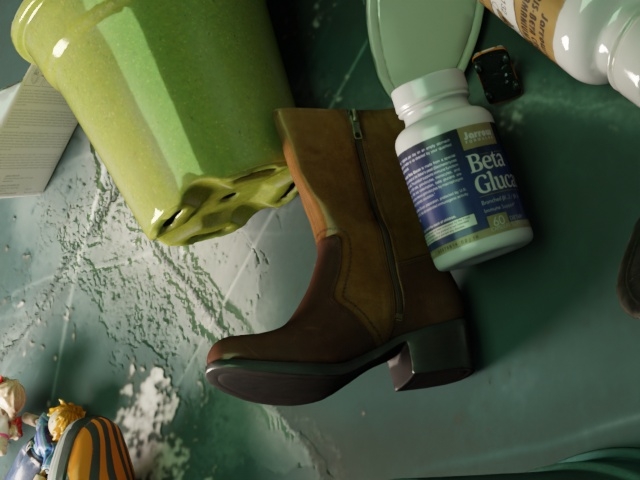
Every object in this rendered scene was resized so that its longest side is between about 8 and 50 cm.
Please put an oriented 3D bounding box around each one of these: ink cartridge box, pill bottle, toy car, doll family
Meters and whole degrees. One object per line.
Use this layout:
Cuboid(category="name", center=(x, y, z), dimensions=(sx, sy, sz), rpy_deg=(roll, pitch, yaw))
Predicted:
Cuboid(category="ink cartridge box", center=(-0.319, -0.152, 1.893), dimensions=(0.056, 0.181, 0.225), rpy_deg=(30, 102, 15))
Cuboid(category="pill bottle", center=(0.123, -0.065, 1.549), dimensions=(0.094, 0.094, 0.169), rpy_deg=(-23, 81, 33))
Cuboid(category="pill bottle", center=(0.237, -0.210, 1.486), dimensions=(0.229, 0.131, 0.131), rpy_deg=(45, 109, 36))
Cuboid(category="toy car", center=(0.133, -0.140, 1.607), dimensions=(0.122, 0.060, 0.040), rpy_deg=(-33, 30, 22))
Cuboid(category="doll family", center=(-0.310, 0.259, 1.862), dimensions=(0.163, 0.118, 0.263), rpy_deg=(-52, 36, 26))

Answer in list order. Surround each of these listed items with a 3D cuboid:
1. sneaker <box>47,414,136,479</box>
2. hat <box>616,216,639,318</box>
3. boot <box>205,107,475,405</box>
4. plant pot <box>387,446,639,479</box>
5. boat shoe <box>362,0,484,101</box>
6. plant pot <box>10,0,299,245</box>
Cuboid(category="sneaker", center=(-0.167, 0.329, 1.723), dimensions=(0.180, 0.124, 0.321), rpy_deg=(-12, 84, 33))
Cuboid(category="hat", center=(0.376, 0.006, 1.288), dimensions=(0.331, 0.331, 0.134), rpy_deg=(-26, 106, 33))
Cuboid(category="boot", center=(0.000, 0.000, 1.563), dimensions=(0.096, 0.264, 0.280), rpy_deg=(123, 138, -64))
Cuboid(category="plant pot", center=(0.151, 0.318, 1.314), dimensions=(0.341, 0.334, 0.341), rpy_deg=(-10, 75, 38))
Cuboid(category="boat shoe", center=(0.087, -0.283, 1.652), dimensions=(0.099, 0.116, 0.320), rpy_deg=(-176, 84, -75))
Cuboid(category="plant pot", center=(-0.136, -0.143, 1.713), dimensions=(0.276, 0.276, 0.254), rpy_deg=(-32, 73, 30))
